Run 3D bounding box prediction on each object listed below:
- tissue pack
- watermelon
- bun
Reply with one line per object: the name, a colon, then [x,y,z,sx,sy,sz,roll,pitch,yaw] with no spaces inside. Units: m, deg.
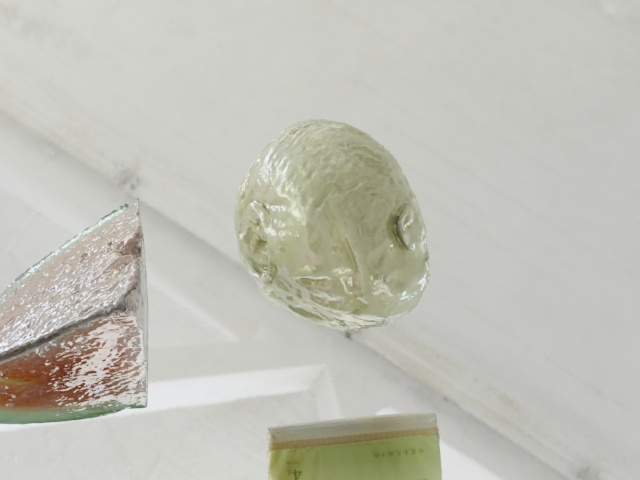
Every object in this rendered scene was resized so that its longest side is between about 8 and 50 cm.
tissue pack: [0.045,0.313,1.262,0.234,0.159,0.125,-5,-110,-1]
watermelon: [-0.203,0.053,0.685,0.207,0.202,0.136,-16,-117,-37]
bun: [0.000,0.000,0.945,0.153,0.244,0.244,-30,-112,-24]
